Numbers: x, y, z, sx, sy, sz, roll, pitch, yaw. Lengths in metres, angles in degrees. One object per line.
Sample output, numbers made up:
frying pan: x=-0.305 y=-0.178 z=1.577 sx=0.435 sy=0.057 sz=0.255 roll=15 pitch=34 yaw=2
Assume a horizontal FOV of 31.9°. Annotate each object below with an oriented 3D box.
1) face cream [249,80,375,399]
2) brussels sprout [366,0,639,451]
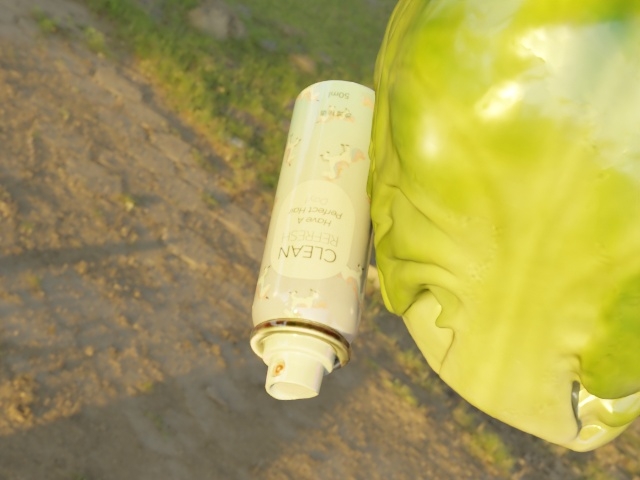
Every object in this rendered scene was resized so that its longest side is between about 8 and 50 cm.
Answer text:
face cream: x=0.000 y=0.000 z=0.774 sx=0.075 sy=0.075 sz=0.229 roll=24 pitch=57 yaw=-25
brussels sprout: x=0.164 y=-0.043 z=0.718 sx=0.281 sy=0.355 sz=0.289 roll=13 pitch=14 yaw=-2
